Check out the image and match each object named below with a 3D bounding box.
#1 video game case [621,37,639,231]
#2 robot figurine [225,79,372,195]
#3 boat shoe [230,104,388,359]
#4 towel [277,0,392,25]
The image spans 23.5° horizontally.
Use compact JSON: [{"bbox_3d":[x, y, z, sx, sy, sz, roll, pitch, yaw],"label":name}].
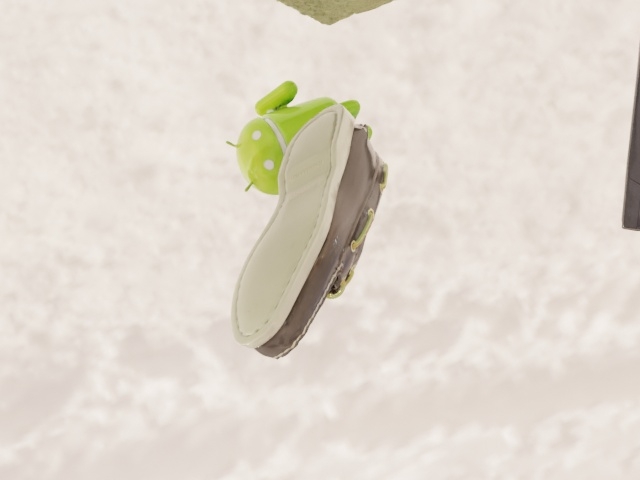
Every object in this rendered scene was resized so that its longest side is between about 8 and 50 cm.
[{"bbox_3d":[0.326,-0.170,1.494,0.035,0.275,0.248,7,-164,12],"label":"video game case"},{"bbox_3d":[-0.017,-0.076,1.243,0.115,0.101,0.067,-19,165,-19],"label":"robot figurine"},{"bbox_3d":[0.000,0.000,1.093,0.081,0.228,0.068,-24,124,38],"label":"boat shoe"},{"bbox_3d":[0.007,-0.208,1.182,0.110,0.027,0.148,-18,159,37],"label":"towel"}]
